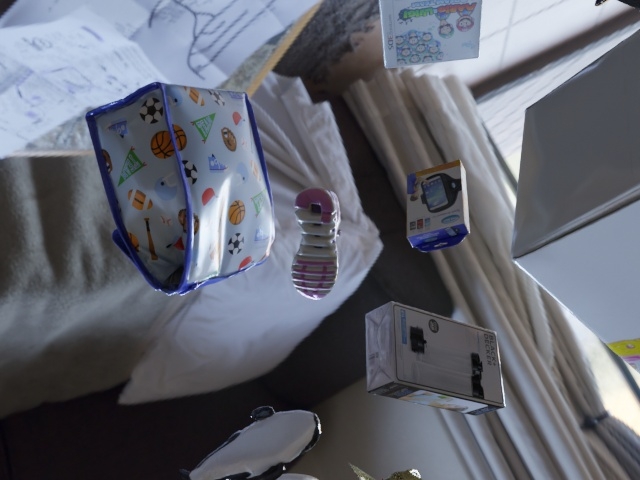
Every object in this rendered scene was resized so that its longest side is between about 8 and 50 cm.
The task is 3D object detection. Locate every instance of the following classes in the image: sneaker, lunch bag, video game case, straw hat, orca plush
[{"bbox_3d":[0.000,0.000,1.321,0.095,0.237,0.104,8,-160,12],"label":"sneaker"},{"bbox_3d":[-0.263,-0.099,1.367,0.238,0.386,0.327,-16,-178,28],"label":"lunch bag"},{"bbox_3d":[0.175,-0.340,1.053,0.157,0.019,0.143,-5,145,7],"label":"video game case"},{"bbox_3d":[0.097,0.295,0.759,0.061,0.144,0.144,-35,165,-8],"label":"straw hat"},{"bbox_3d":[-0.115,0.421,1.251,0.287,0.151,0.102,-38,132,-5],"label":"orca plush"}]

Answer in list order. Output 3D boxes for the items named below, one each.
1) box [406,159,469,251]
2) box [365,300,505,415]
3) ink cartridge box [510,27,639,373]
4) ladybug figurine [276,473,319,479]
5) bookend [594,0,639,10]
[{"bbox_3d":[0.159,-0.046,0.911,0.081,0.136,0.028,-15,135,23],"label":"box"},{"bbox_3d":[0.232,0.241,1.340,0.289,0.169,0.087,20,146,-28],"label":"box"},{"bbox_3d":[0.306,-0.014,0.483,0.197,0.270,0.198,-36,-157,41],"label":"ink cartridge box"},{"bbox_3d":[-0.149,0.649,1.315,0.449,0.161,0.305,-47,145,-45],"label":"ladybug figurine"},{"bbox_3d":[0.523,-0.410,1.004,0.157,0.156,0.072,19,177,-7],"label":"bookend"}]
